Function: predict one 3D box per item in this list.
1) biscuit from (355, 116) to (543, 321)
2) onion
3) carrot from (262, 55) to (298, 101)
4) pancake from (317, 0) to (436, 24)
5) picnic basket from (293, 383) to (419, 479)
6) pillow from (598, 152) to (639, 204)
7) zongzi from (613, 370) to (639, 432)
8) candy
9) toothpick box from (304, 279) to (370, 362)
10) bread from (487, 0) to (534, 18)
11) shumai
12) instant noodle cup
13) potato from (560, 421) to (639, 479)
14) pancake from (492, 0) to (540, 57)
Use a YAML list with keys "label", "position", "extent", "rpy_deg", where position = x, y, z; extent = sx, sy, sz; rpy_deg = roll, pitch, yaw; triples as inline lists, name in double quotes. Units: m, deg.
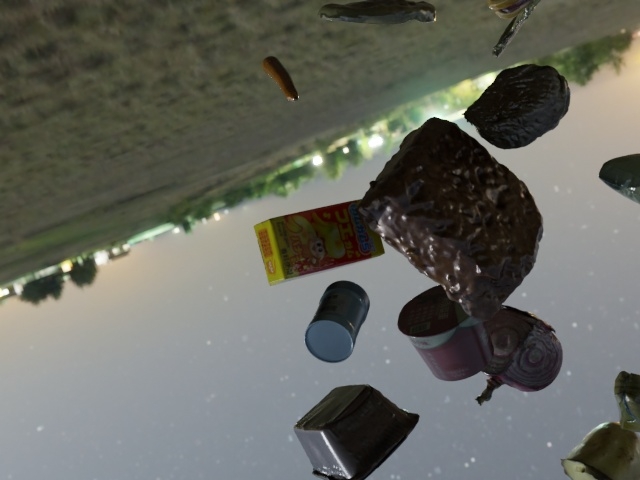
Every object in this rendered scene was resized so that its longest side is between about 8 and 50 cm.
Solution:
- label: "biscuit"
  position: [0.307, -0.065, 1.895]
  extent: [0.166, 0.395, 0.343]
  rpy_deg: [-45, -172, 45]
- label: "onion"
  position: [0.540, 0.310, 2.389]
  extent: [0.272, 0.256, 0.230]
  rpy_deg: [-45, 134, 16]
- label: "carrot"
  position: [-0.074, -0.310, 1.626]
  extent: [0.037, 0.037, 0.190]
  rpy_deg: [-21, -145, -7]
- label: "pancake"
  position: [0.112, -0.467, 1.707]
  extent: [0.241, 0.050, 0.242]
  rpy_deg: [1, -162, 0]
- label: "picnic basket"
  position: [0.060, 0.389, 1.767]
  extent: [0.222, 0.129, 0.297]
  rpy_deg: [-39, -177, -20]
- label: "pillow"
  position: [0.828, -0.132, 1.972]
  extent: [0.322, 0.120, 0.255]
  rpy_deg: [-9, -144, -40]
- label: "zongzi"
  position: [0.876, 0.428, 2.147]
  extent: [0.256, 0.228, 0.115]
  rpy_deg: [9, -119, 31]
- label: "candy"
  position: [0.000, 0.000, 1.906]
  extent: [0.276, 0.146, 0.088]
  rpy_deg: [-12, 175, -31]
- label: "toothpick box"
  position: [0.034, 0.158, 1.677]
  extent: [0.101, 0.101, 0.153]
  rpy_deg: [-18, -160, 24]
- label: "bread"
  position: [0.372, -0.567, 1.766]
  extent: [0.134, 0.225, 0.081]
  rpy_deg: [-35, -147, 26]
- label: "shumai"
  position: [0.472, -0.292, 1.930]
  extent: [0.218, 0.184, 0.185]
  rpy_deg: [-44, 145, 20]
- label: "instant noodle cup"
  position: [0.340, 0.243, 2.223]
  extent: [0.234, 0.178, 0.235]
  rpy_deg: [-23, -156, 11]
- label: "potato"
  position: [0.813, 0.617, 2.361]
  extent: [0.242, 0.285, 0.242]
  rpy_deg: [-16, -133, 19]
- label: "pancake"
  position: [0.490, -0.549, 1.978]
  extent: [0.286, 0.033, 0.288]
  rpy_deg: [-53, 179, 13]
